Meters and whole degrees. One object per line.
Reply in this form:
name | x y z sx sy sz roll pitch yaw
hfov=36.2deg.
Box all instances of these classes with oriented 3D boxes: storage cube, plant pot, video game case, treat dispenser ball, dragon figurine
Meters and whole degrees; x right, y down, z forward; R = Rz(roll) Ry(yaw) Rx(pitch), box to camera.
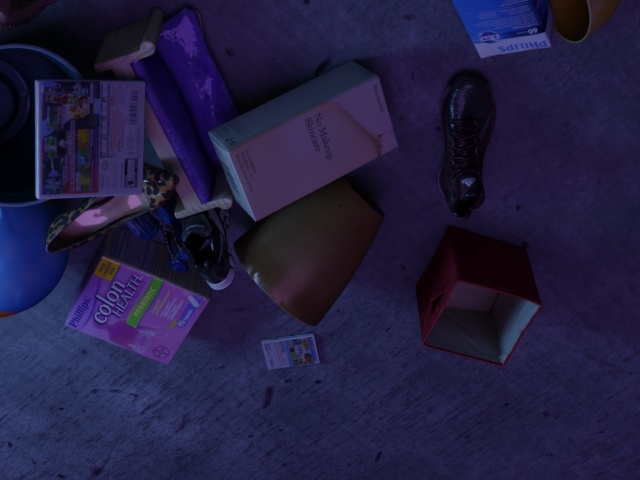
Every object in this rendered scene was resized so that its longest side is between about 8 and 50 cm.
storage cube | 0.321 0.113 2.035 0.214 0.193 0.184 16 124 -11
plant pot | -0.559 -0.221 1.717 0.271 0.255 0.272 -11 111 -28
plant pot | 0.000 0.000 1.951 0.254 0.237 0.237 -44 116 10
video game case | -0.068 0.254 2.244 0.122 0.011 0.087 -7 125 5
plant pot | 0.464 -0.423 1.702 0.095 0.134 0.134 -24 127 -14
treat dispenser ball | -0.630 0.005 1.887 0.288 0.288 0.288 0 126 0
video game case | -0.390 -0.172 1.663 0.183 0.023 0.201 -4 109 -27
dragon figurine | -0.335 -0.061 1.931 0.085 0.144 0.289 -31 120 20

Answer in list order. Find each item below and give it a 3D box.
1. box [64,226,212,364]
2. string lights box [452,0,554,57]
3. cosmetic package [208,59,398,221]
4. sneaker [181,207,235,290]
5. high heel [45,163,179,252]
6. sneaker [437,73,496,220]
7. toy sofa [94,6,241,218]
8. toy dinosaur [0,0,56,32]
box | -0.381 0.117 2.077 0.243 0.117 0.214 25 122 -17
string lights box | 0.294 -0.423 1.647 0.133 0.077 0.260 -4 149 28
cosmetic package | -0.029 -0.184 1.791 0.309 0.113 0.160 -29 124 -11
sneaker | -0.226 -0.024 1.905 0.078 0.234 0.106 -21 155 16
high heel | -0.378 -0.047 1.774 0.261 0.186 0.093 -11 121 40
sneaker | 0.285 -0.161 1.854 0.106 0.163 0.281 -2 126 1
toy sofa | -0.250 -0.234 1.805 0.177 0.150 0.363 -16 124 12
toy dinosaur | -0.581 -0.407 1.644 0.295 0.200 0.127 16 124 -13
